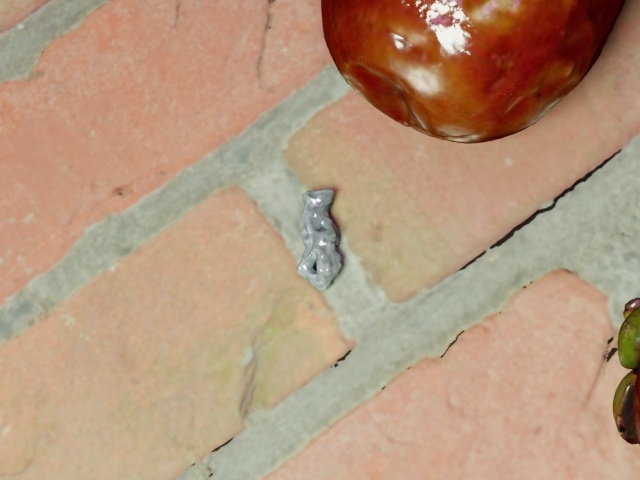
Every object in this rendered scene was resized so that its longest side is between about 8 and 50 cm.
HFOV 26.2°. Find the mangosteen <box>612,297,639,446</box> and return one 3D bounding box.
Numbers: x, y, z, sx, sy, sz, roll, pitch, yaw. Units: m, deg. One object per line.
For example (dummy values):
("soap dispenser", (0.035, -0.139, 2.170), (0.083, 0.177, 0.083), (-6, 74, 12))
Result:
("mangosteen", (0.281, 0.095, 0.936), (0.199, 0.200, 0.200), (-5, 70, 15))

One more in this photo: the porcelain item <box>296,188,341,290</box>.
("porcelain item", (0.000, 0.000, 1.119), (0.036, 0.028, 0.083), (-12, 69, 30))

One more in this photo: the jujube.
("jujube", (0.137, -0.229, 1.065), (0.223, 0.223, 0.318), (26, 77, 23))
